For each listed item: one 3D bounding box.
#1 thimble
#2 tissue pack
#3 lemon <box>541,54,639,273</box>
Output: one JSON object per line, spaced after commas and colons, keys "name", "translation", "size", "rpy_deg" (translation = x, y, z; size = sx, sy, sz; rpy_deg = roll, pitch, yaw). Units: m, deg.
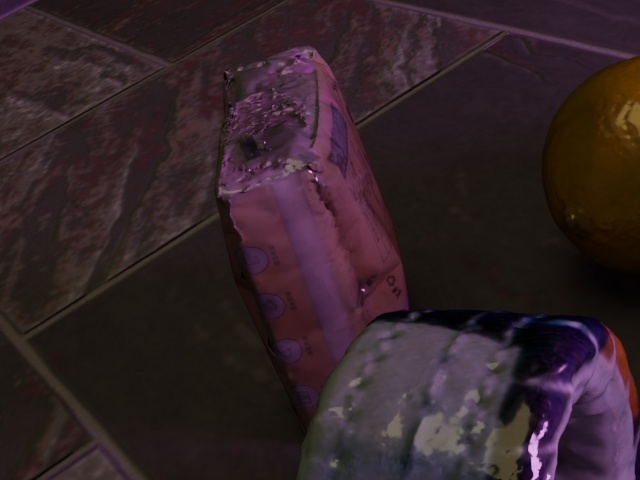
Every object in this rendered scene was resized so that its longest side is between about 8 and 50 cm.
{"name": "thimble", "translation": [0.088, 0.151, 0.620], "size": [0.150, 0.237, 0.237], "rpy_deg": [3, 39, 33]}
{"name": "tissue pack", "translation": [0.000, 0.000, 0.877], "size": [0.122, 0.257, 0.215], "rpy_deg": [-13, 33, 6]}
{"name": "lemon", "translation": [0.269, -0.061, 0.889], "size": [0.203, 0.178, 0.178], "rpy_deg": [-31, 33, -27]}
